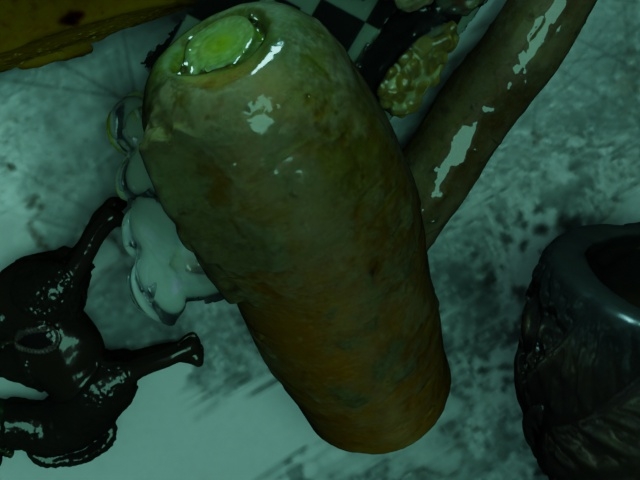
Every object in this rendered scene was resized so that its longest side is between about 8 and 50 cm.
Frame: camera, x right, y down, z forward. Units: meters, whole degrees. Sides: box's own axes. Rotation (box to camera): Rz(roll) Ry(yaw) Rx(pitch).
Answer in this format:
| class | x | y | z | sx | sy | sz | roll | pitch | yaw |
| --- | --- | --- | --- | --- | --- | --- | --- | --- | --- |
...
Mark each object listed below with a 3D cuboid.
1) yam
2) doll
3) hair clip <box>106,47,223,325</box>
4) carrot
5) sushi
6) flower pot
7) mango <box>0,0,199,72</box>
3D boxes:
| class | x | y | z | sx | sy | sz | roll | pitch | yaw |
| --- | --- | --- | --- | --- | --- | --- | --- | --- | --- |
| yam | 0.100 | -0.084 | 1.060 | 0.056 | 0.057 | 0.241 | 29 | 103 | -16 |
| doll | -0.159 | 0.070 | 1.048 | 0.165 | 0.057 | 0.139 | -31 | 108 | 0 |
| hair clip | -0.074 | -0.034 | 1.025 | 0.116 | 0.049 | 0.172 | 0 | 83 | -42 |
| carrot | 0.000 | 0.000 | 0.974 | 0.138 | 0.139 | 0.302 | -34 | 135 | -4 |
| sushi | 0.048 | -0.148 | 1.007 | 0.279 | 0.043 | 0.192 | -49 | 140 | -2 |
| flower pot | 0.237 | 0.152 | 1.056 | 0.266 | 0.266 | 0.267 | 6 | 110 | -13 |
| mango | -0.156 | -0.197 | 0.948 | 0.290 | 0.160 | 0.191 | -15 | 96 | -14 |
